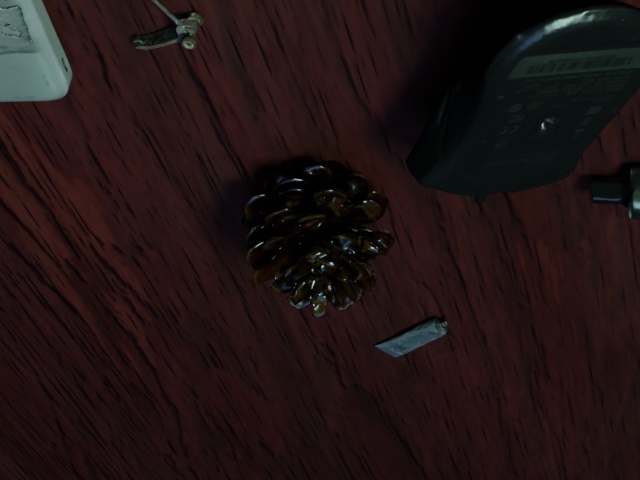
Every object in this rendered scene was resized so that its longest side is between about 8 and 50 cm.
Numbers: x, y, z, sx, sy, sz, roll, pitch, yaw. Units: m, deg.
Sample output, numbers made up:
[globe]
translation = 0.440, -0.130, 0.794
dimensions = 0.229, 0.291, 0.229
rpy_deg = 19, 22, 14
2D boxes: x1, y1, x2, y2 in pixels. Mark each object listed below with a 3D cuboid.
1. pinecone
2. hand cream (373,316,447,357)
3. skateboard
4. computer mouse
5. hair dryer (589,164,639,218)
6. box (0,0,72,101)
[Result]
[pinecone]
translation = 0.000, 0.001, 1.226
dimensions = 0.140, 0.121, 0.140
rpy_deg = -5, 143, -4
[hand cream]
translation = 0.096, 0.101, 1.446
dimensions = 0.030, 0.019, 0.093
rpy_deg = 28, 139, -29
[skateboard]
translation = -0.136, -0.176, 1.069
dimensions = 0.064, 0.032, 0.083
rpy_deg = -7, 147, 31
[computer mouse]
translation = 0.158, -0.117, 1.079
dimensions = 0.147, 0.088, 0.264
rpy_deg = -3, 148, -22
[hair dryer]
translation = 0.375, -0.049, 1.112
dimensions = 0.284, 0.156, 0.320
rpy_deg = -10, 152, 1
[box]
translation = -0.286, -0.201, 1.031
dimensions = 0.142, 0.044, 0.285
rpy_deg = -1, 145, 9
